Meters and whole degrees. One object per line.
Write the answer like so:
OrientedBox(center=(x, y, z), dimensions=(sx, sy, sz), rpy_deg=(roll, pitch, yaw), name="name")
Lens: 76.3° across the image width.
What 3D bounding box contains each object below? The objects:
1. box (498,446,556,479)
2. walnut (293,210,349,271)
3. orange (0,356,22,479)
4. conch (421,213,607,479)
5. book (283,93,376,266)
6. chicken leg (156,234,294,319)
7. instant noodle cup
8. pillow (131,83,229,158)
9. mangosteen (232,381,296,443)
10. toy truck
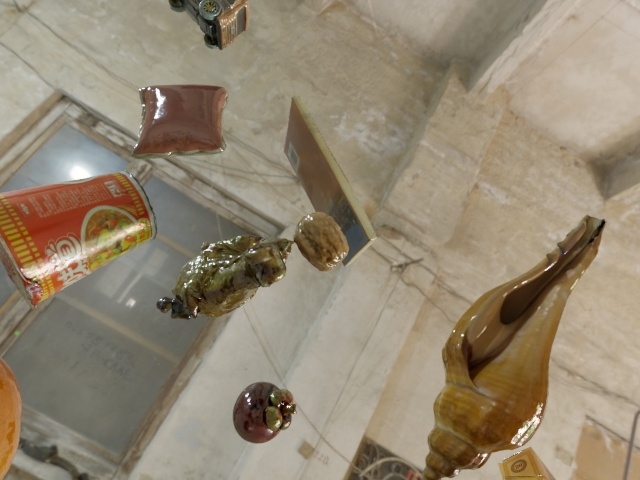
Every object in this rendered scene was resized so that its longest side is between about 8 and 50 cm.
OrientedBox(center=(0.377, 0.479, 0.616), dimensions=(0.174, 0.076, 0.274), rpy_deg=(54, 15, 0), name="box")
OrientedBox(center=(0.000, 0.000, 0.646), dimensions=(0.096, 0.082, 0.079), rpy_deg=(54, -45, 9), name="walnut")
OrientedBox(center=(-0.530, 0.239, 0.465), dimensions=(0.312, 0.312, 0.312), rpy_deg=(25, -21, 11), name="orange")
OrientedBox(center=(0.194, 0.103, 0.419), dimensions=(0.109, 0.330, 0.093), rpy_deg=(33, -16, 16), name="conch")
OrientedBox(center=(0.007, -0.129, 1.002), dimensions=(0.374, 0.028, 0.262), rpy_deg=(62, -17, 10), name="book")
OrientedBox(center=(-0.159, 0.059, 0.805), dimensions=(0.361, 0.211, 0.140), rpy_deg=(-23, -63, 38), name="chicken leg")
OrientedBox(center=(-0.391, -0.020, 0.655), dimensions=(0.193, 0.212, 0.193), rpy_deg=(27, -48, 35), name="instant noodle cup")
OrientedBox(center=(-0.262, -0.224, 0.778), dimensions=(0.171, 0.179, 0.075), rpy_deg=(-4, -30, -5), name="pillow")
OrientedBox(center=(-0.162, 0.511, 1.218), dimensions=(0.200, 0.200, 0.200), rpy_deg=(25, -21, 11), name="mangosteen")
OrientedBox(center=(-0.253, -0.546, 0.864), dimensions=(0.256, 0.140, 0.108), rpy_deg=(47, -17, 3), name="toy truck")
